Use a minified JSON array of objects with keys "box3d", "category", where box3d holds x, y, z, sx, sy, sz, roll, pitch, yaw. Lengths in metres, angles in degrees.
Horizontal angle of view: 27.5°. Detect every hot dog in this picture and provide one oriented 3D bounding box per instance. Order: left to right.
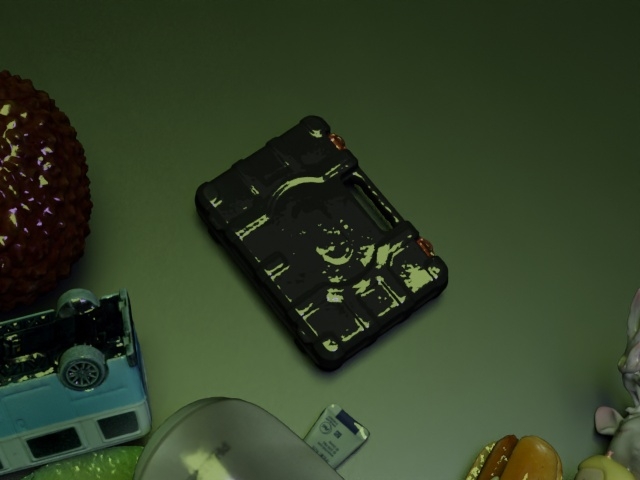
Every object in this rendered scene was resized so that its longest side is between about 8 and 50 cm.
[{"box3d":[0.165,0.366,1.443,0.100,0.135,0.337,32,69,-17],"category":"hot dog"}]

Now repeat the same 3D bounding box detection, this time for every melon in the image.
[{"box3d":[-0.233,0.292,1.507,0.262,0.053,0.113,1,85,1],"category":"melon"}]

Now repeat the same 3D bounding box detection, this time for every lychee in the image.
[{"box3d":[-0.397,-0.052,1.514,0.276,0.304,0.275,24,32,-16],"category":"lychee"}]

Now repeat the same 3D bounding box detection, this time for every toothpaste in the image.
[{"box3d":[-0.031,0.282,1.520,0.062,0.037,0.216,42,68,5],"category":"toothpaste"}]

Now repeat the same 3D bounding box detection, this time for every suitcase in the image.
[{"box3d":[0.000,0.000,1.625,0.206,0.066,0.285,-35,74,-16],"category":"suitcase"}]

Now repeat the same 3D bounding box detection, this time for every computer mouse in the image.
[{"box3d":[-0.056,0.316,1.436,0.331,0.095,0.197,41,75,-4],"category":"computer mouse"}]

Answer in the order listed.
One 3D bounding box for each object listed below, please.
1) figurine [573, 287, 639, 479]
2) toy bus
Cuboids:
[{"box3d":[0.377,0.250,1.446,0.206,0.284,0.315,23,56,4],"category":"figurine"},{"box3d":[-0.329,0.172,1.468,0.272,0.164,0.133,-14,36,-3],"category":"toy bus"}]
